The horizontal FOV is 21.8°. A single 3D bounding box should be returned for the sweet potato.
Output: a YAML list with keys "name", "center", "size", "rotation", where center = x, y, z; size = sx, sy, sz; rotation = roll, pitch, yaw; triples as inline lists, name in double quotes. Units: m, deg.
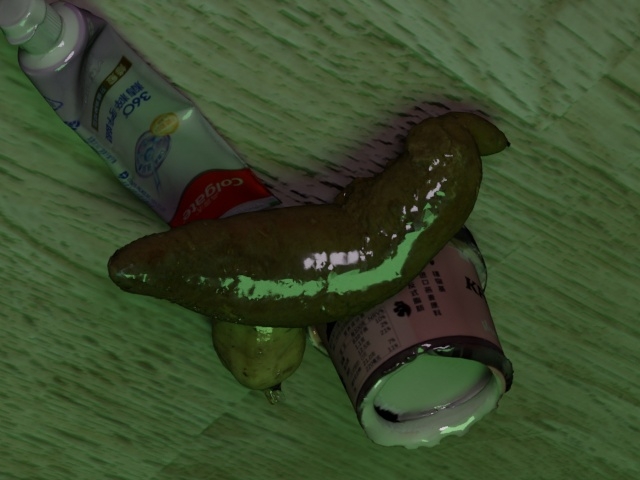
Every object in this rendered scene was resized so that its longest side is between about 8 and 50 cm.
- name: "sweet potato"
  center: [0.003, 0.002, 1.175]
  size: [0.310, 0.098, 0.124]
  rotation: [-20, 128, -12]

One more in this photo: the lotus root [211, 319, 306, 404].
- name: "lotus root"
  center: [-0.047, 0.074, 1.272]
  size: [0.072, 0.063, 0.152]
  rotation: [-4, 134, 3]

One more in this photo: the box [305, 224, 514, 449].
- name: "box"
  center: [0.069, 0.073, 1.270]
  size: [0.151, 0.135, 0.151]
  rotation: [-11, 137, -10]

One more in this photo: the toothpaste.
- name: "toothpaste"
  center: [-0.120, -0.075, 1.094]
  size: [0.075, 0.048, 0.301]
  rotation: [-47, 146, -2]
